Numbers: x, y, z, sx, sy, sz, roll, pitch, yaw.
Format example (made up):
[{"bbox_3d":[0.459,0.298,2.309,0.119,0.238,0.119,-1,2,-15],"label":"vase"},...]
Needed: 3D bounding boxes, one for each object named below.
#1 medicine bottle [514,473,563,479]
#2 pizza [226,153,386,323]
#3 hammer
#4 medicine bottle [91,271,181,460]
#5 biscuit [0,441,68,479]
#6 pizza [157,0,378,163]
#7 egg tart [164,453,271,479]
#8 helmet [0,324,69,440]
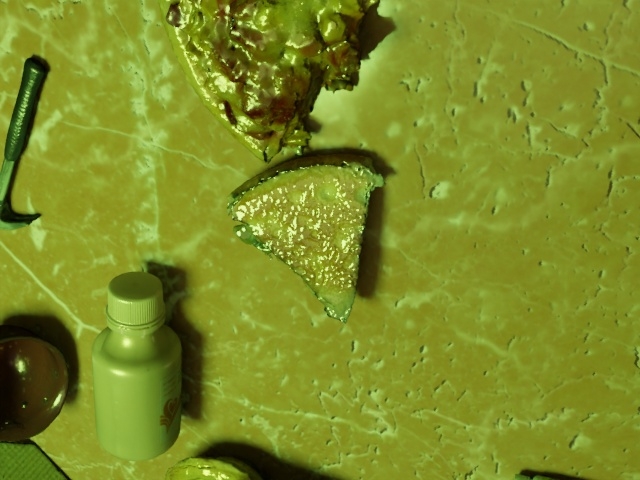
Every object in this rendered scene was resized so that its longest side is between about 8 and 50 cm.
[{"bbox_3d":[0.272,0.307,1.005,0.083,0.047,0.047,8,121,17],"label":"medicine bottle"},{"bbox_3d":[0.000,0.000,0.930,0.185,0.052,0.195,-12,109,19],"label":"pizza"},{"bbox_3d":[-0.370,-0.112,1.024,0.103,0.029,0.246,33,124,1],"label":"hammer"},{"bbox_3d":[-0.235,0.159,1.075,0.114,0.114,0.252,14,123,13],"label":"medicine bottle"},{"bbox_3d":[-0.451,0.406,1.282,0.052,0.150,0.252,-33,104,32],"label":"biscuit"},{"bbox_3d":[-0.052,-0.206,0.810,0.229,0.081,0.289,-8,115,25],"label":"pizza"},{"bbox_3d":[-0.135,0.364,1.180,0.191,0.074,0.191,10,123,15],"label":"egg tart"},{"bbox_3d":[-0.438,0.186,1.172,0.106,0.155,0.175,35,156,48],"label":"helmet"}]
